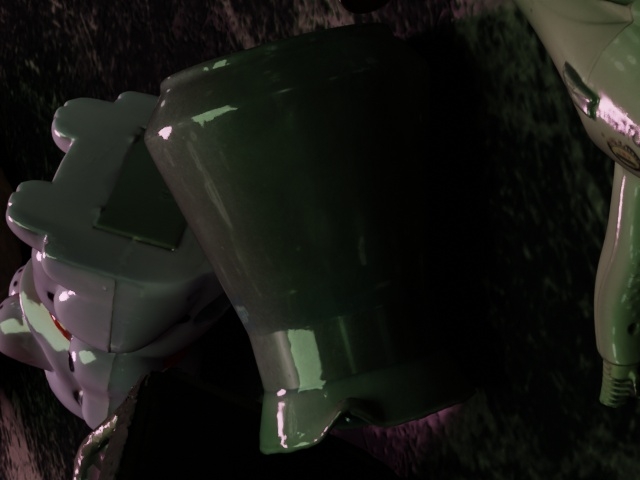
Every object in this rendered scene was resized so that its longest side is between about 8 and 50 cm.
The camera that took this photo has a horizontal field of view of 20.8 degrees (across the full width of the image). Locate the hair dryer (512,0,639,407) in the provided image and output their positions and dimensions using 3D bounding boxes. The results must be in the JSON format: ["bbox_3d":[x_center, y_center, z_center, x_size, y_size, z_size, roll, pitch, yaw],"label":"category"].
[{"bbox_3d":[0.141,-0.060,0.883,0.225,0.088,0.219,103,152,-53],"label":"hair dryer"}]

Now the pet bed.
[{"bbox_3d":[-0.063,0.204,1.063,0.159,0.211,0.183,-55,18,37],"label":"pet bed"}]

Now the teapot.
[{"bbox_3d":[0.000,0.000,1.030,0.203,0.171,0.225,-178,74,-89],"label":"teapot"}]

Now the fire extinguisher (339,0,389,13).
[{"bbox_3d":[0.003,-0.213,1.081,0.078,0.045,0.157,-43,55,19],"label":"fire extinguisher"}]

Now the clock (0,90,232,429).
[{"bbox_3d":[-0.140,0.041,1.250,0.189,0.188,0.254,61,148,31],"label":"clock"}]

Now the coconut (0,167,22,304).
[{"bbox_3d":[-0.437,0.047,1.581,0.309,0.297,0.297,-54,52,40],"label":"coconut"}]
